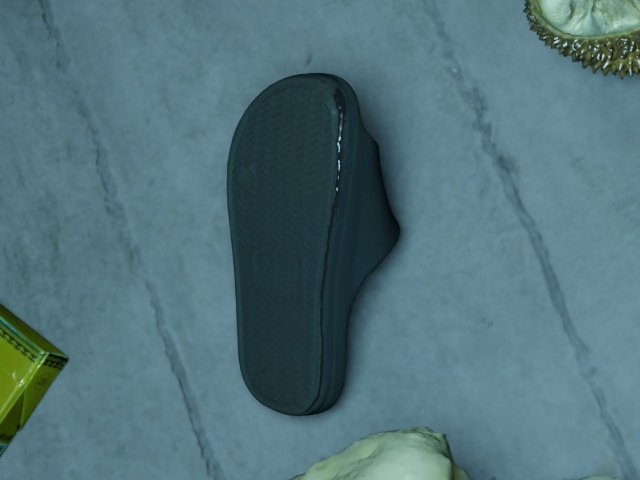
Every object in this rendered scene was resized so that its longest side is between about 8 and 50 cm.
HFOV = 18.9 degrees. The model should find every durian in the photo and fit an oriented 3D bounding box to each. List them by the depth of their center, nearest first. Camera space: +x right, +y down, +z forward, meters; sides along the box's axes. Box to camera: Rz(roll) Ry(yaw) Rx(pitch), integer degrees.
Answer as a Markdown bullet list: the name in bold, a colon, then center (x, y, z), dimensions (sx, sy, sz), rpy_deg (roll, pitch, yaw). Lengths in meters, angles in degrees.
- **durian**: center (0.204, -0.150, 1.300), dimensions (0.110, 0.071, 0.140), rpy_deg (-39, 42, -5)

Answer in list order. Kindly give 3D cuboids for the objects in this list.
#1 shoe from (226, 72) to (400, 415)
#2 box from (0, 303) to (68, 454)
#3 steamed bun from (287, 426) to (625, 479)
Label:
- **shoe**: center (0.000, 0.000, 1.350), dimensions (0.108, 0.093, 0.241), rpy_deg (13, 105, 40)
- **box**: center (-0.329, 0.159, 1.463), dimensions (0.153, 0.041, 0.279), rpy_deg (36, 92, 25)
- **steamed bun**: center (0.070, 0.264, 1.139), dimensions (0.372, 0.230, 0.324), rpy_deg (10, 65, 10)
